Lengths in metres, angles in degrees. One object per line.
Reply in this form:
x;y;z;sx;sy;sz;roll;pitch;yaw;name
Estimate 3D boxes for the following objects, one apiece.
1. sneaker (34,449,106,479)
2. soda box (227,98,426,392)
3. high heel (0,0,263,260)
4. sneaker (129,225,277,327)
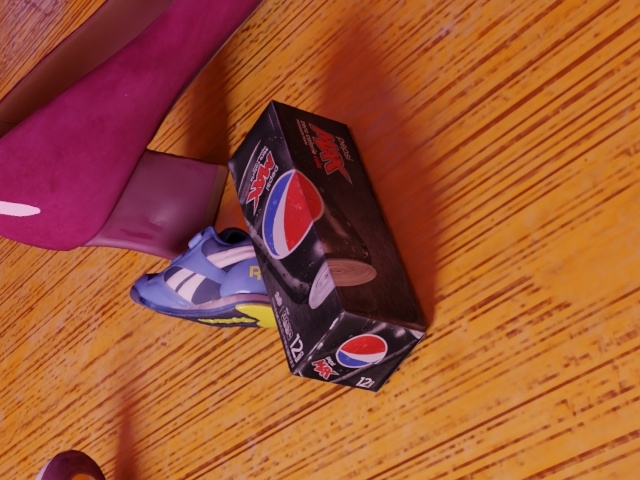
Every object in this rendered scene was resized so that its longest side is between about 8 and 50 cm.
-0.145;0.225;0.913;0.084;0.069;0.186;-23;65;41;sneaker
0.000;0.000;0.775;0.053;0.060;0.169;-52;39;31;soda box
-0.126;-0.176;0.924;0.127;0.181;0.377;-1;77;57;high heel
-0.066;0.023;0.878;0.144;0.053;0.059;-3;76;48;sneaker
